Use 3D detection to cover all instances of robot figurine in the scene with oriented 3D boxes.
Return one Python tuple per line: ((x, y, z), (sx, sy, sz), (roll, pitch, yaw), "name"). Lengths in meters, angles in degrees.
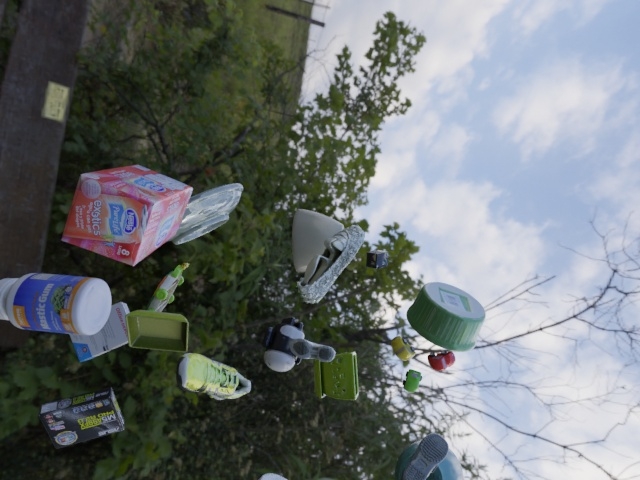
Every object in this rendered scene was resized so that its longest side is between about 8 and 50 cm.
((-0.188, 0.543, 2.377), (0.173, 0.209, 0.278), (92, 16, -59), "robot figurine")

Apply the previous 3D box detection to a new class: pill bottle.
((-0.721, 0.166, 1.212), (0.152, 0.272, 0.152), (3, 90, -83), "pill bottle")

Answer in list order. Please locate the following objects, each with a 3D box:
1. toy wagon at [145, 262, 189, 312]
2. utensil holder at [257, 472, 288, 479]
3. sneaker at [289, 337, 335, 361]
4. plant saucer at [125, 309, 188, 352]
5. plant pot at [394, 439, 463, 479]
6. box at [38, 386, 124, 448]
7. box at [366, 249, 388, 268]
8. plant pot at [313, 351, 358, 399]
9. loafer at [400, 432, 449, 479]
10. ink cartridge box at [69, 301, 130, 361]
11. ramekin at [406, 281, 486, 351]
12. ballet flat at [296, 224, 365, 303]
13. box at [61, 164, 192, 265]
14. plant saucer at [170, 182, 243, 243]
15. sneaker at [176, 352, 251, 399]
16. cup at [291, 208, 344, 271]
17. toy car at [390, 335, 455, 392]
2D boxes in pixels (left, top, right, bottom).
((-0.777, 0.248, 2.315), (0.344, 0.068, 0.267), (-60, -175, 11), "toy wagon")
((-0.169, 0.835, 1.117), (0.385, 0.327, 0.327), (-49, -162, -5), "utensil holder")
((-0.036, 0.528, 2.174), (0.115, 0.232, 0.090), (47, 58, -71), "sneaker")
((-0.518, 0.285, 1.463), (0.045, 0.188, 0.188), (-92, -166, -45), "plant saucer")
((0.455, 1.017, 1.966), (0.235, 0.293, 0.293), (46, 40, -58), "plant pot")
((-0.979, 0.733, 1.885), (0.060, 0.270, 0.216), (-124, -152, -55), "box")
((0.228, 0.075, 1.824), (0.052, 0.083, 0.062), (11, -79, 40), "box")
((0.080, 0.686, 2.313), (0.228, 0.207, 0.227), (54, 32, -74), "plant pot")
((0.350, 0.765, 1.572), (0.094, 0.251, 0.087), (43, -44, 24), "loafer")
((-0.798, 0.335, 1.680), (0.086, 0.203, 0.148), (127, -60, -74), "ink cartridge box")
((0.520, 0.299, 1.865), (0.303, 0.303, 0.148), (-114, -141, -60), "ramekin")
((0.042, 0.077, 1.899), (0.409, 0.147, 0.147), (-56, -168, -15), "ballet flat")
((-0.409, -0.068, 1.011), (0.300, 0.154, 0.142), (-99, -149, -76), "box")
((-0.441, -0.074, 1.621), (0.100, 0.400, 0.400), (63, -20, -2), "plant saucer")
((-0.392, 0.501, 1.697), (0.384, 0.147, 0.145), (51, 33, -58), "sneaker")
((0.000, 0.000, 2.345), (0.331, 0.237, 0.331), (-1, 90, -82), "cup")
((0.355, 0.480, 1.680), (0.053, 0.239, 0.225), (-53, 157, -63), "toy car")
